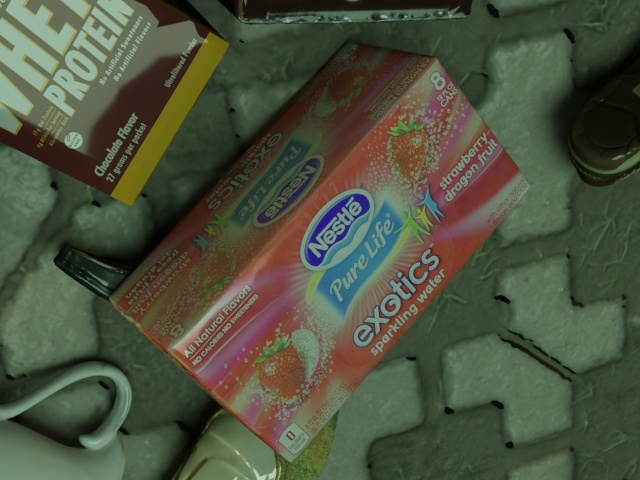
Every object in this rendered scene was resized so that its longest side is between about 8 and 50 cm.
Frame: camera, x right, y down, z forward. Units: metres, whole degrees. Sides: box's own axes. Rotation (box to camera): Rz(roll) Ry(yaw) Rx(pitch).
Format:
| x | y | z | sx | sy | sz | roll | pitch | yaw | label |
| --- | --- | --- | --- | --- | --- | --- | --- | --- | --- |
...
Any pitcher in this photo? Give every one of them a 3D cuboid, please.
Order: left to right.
| x | y | z | sx | sy | sz | roll | pitch | yaw | label |
| --- | --- | --- | --- | --- | --- | --- | --- | --- | --- |
| -0.262 | 0.184 | 0.959 | 0.207 | 0.125 | 0.178 | 9 | 89 | -34 | pitcher |

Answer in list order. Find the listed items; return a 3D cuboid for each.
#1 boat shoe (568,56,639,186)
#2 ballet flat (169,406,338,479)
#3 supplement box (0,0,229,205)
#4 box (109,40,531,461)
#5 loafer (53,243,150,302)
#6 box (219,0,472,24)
| x | y | z | sx | sy | sz | roll | pitch | yaw | label |
| --- | --- | --- | --- | --- | --- | --- | --- | --- | --- |
| 0.331 | -0.141 | 1.048 | 0.257 | 0.095 | 0.095 | -33 | 154 | -6 | boat shoe |
| -0.104 | 0.251 | 1.027 | 0.123 | 0.123 | 0.348 | 27 | 105 | -28 | ballet flat |
| -0.194 | -0.149 | 0.777 | 0.191 | 0.194 | 0.129 | 27 | 102 | -28 | supplement box |
| 0.000 | 0.000 | 0.913 | 0.300 | 0.142 | 0.154 | -47 | 120 | -10 | box |
| -0.143 | 0.032 | 0.963 | 0.170 | 0.062 | 0.061 | 25 | 88 | -34 | loafer |
| 0.000 | -0.256 | 0.795 | 0.168 | 0.203 | 0.167 | -5 | 115 | -18 | box |
